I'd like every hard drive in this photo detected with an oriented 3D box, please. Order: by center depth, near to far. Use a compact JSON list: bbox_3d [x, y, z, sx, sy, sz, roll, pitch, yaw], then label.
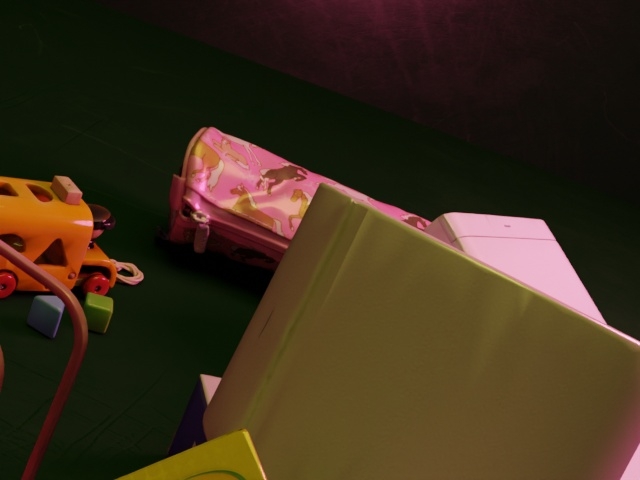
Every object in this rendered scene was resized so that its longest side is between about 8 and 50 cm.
[{"bbox_3d":[0.273,0.128,0.995,0.233,0.047,0.353,2,55,-48],"label":"hard drive"}]

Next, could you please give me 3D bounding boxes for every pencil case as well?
[{"bbox_3d":[0.000,0.000,1.081,0.386,0.167,0.160,23,-25,-4],"label":"pencil case"}]

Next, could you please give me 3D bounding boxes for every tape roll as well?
[{"bbox_3d":[0.071,0.091,0.550,0.246,0.169,0.246,26,4,-2],"label":"tape roll"}]

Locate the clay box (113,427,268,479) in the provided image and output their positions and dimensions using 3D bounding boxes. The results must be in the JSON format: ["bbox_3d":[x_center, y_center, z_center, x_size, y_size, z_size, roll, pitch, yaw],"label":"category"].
[{"bbox_3d":[-0.115,0.155,0.337,0.222,0.127,0.053,-22,59,-9],"label":"clay box"}]

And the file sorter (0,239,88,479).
[{"bbox_3d":[-0.292,0.089,0.433,0.202,0.182,0.291,30,19,16],"label":"file sorter"}]

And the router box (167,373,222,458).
[{"bbox_3d":[0.064,0.243,0.603,0.301,0.082,0.335,16,20,-21],"label":"router box"}]

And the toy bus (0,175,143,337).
[{"bbox_3d":[-0.268,-0.010,0.858,0.191,0.104,0.202,23,19,-4],"label":"toy bus"}]
